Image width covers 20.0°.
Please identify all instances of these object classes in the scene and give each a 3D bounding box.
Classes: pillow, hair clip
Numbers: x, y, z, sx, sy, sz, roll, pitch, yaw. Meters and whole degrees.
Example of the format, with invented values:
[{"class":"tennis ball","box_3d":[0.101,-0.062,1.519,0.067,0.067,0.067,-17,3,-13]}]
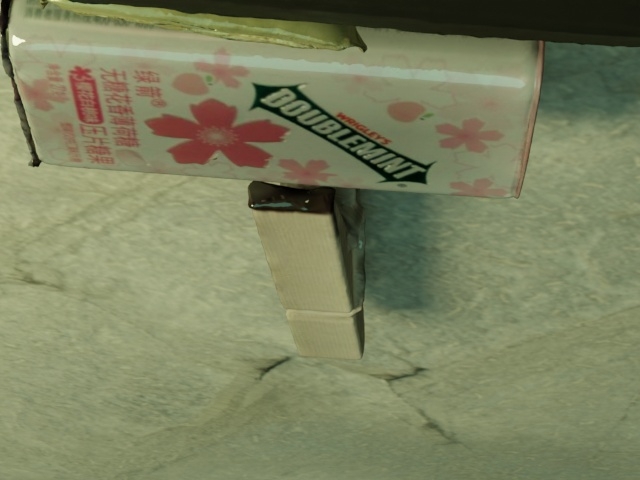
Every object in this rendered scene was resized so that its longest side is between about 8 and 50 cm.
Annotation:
[{"class":"pillow","box_3d":[-0.070,-0.174,1.147,0.208,0.119,0.053,7,136,-5]},{"class":"hair clip","box_3d":[-0.005,0.000,1.507,0.085,0.101,0.331,0,155,3]}]

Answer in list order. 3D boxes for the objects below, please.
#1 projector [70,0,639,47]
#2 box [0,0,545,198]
[{"class":"projector","box_3d":[0.026,-0.285,0.783,0.395,0.242,0.405,4,155,-2]},{"class":"box","box_3d":[-0.035,-0.116,1.263,0.369,0.112,0.190,3,152,3]}]
